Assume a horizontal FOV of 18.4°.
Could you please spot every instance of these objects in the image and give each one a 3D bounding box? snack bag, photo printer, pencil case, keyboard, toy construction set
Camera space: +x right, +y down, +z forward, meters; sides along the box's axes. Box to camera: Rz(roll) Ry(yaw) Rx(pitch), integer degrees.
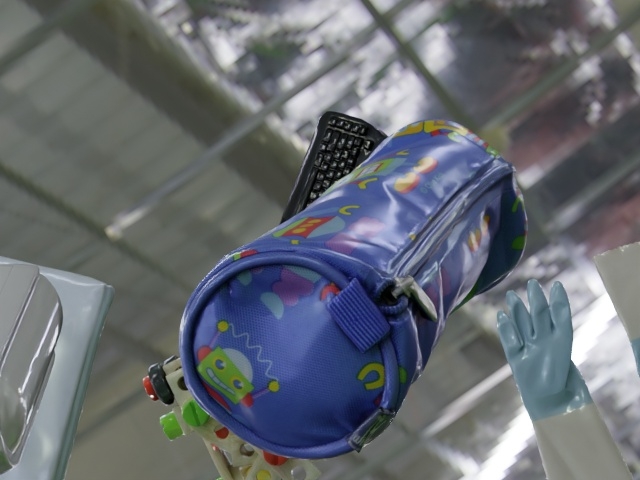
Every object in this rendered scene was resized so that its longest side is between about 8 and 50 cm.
[{"bbox_3d":[-0.366,0.154,1.927,0.037,0.342,0.323,23,-101,-63],"label":"snack bag"},{"bbox_3d":[-0.352,0.120,1.608,0.256,0.107,0.307,-7,18,2],"label":"photo printer"},{"bbox_3d":[0.032,0.019,1.135,0.133,0.119,0.306,-27,6,26],"label":"pencil case"},{"bbox_3d":[0.000,0.000,1.462,0.038,0.100,0.192,20,-91,-55],"label":"keyboard"},{"bbox_3d":[-0.095,0.214,2.225,0.151,0.215,0.327,-26,-2,-10],"label":"toy construction set"}]

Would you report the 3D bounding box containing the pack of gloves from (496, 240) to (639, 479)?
[{"bbox_3d":[0.288,0.131,1.957,0.195,0.232,0.046,-17,-11,-4],"label":"pack of gloves"}]
